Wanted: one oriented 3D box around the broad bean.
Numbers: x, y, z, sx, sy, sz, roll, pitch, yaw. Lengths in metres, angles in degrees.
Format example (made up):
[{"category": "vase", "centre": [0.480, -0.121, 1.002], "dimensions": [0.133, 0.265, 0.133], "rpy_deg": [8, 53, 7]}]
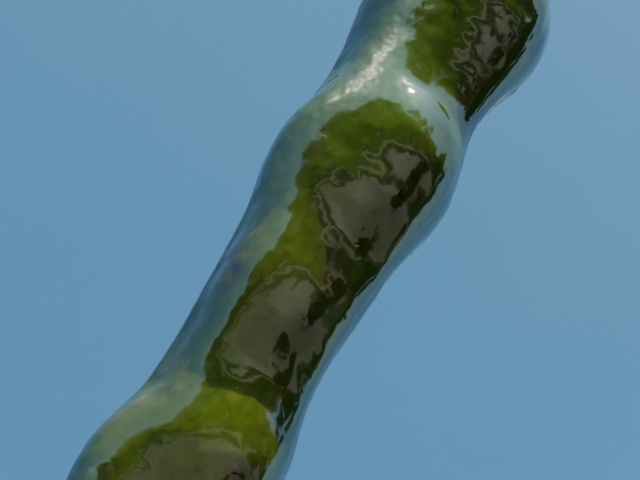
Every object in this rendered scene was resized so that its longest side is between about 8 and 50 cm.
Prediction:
[{"category": "broad bean", "centre": [0.001, -0.001, 0.464], "dimensions": [0.052, 0.256, 0.053], "rpy_deg": [39, -25, -14]}]
